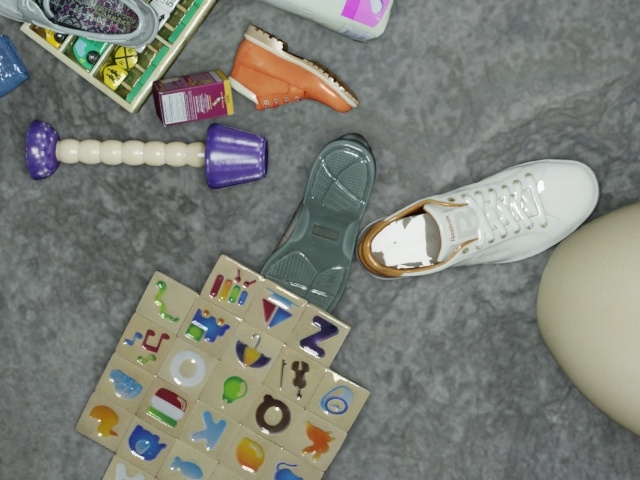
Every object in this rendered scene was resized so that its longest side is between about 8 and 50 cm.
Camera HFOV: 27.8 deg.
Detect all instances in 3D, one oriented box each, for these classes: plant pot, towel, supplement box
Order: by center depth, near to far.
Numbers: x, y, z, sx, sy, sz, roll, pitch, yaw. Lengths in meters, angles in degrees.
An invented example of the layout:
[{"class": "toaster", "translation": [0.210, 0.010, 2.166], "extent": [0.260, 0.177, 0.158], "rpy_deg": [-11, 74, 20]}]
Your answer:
[{"class": "plant pot", "translation": [0.348, 0.074, 1.405], "extent": [0.191, 0.284, 0.284], "rpy_deg": [13, 95, 38]}, {"class": "supplement box", "translation": [-0.147, -0.164, 1.492], "extent": [0.083, 0.055, 0.043], "rpy_deg": [-11, 115, -12]}, {"class": "towel", "translation": [-0.409, -0.190, 1.536], "extent": [0.119, 0.029, 0.067], "rpy_deg": [-31, 92, 5]}]

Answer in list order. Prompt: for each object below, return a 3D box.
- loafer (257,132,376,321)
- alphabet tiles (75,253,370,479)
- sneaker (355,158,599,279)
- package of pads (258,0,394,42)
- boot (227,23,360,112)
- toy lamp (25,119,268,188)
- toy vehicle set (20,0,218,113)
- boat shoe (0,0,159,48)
[{"class": "loafer", "translation": [0.000, 0.000, 1.495], "extent": [0.096, 0.084, 0.267], "rpy_deg": [24, 111, 0]}, {"class": "alphabet tiles", "translation": [-0.118, 0.200, 1.516], "extent": [0.285, 0.011, 0.342], "rpy_deg": [29, 106, 1]}, {"class": "sneaker", "translation": [0.182, -0.015, 1.462], "extent": [0.290, 0.123, 0.106], "rpy_deg": [-20, 90, 3]}, {"class": "package of pads", "translation": [0.005, -0.396, 1.438], "extent": [0.229, 0.101, 0.296], "rpy_deg": [19, 94, -13]}, {"class": "boot", "translation": [-0.033, -0.177, 1.502], "extent": [0.158, 0.059, 0.084], "rpy_deg": [31, 98, 10]}, {"class": "toy lamp", "translation": [-0.199, -0.099, 1.504], "extent": [0.275, 0.080, 0.080], "rpy_deg": [1, 93, 6]}, {"class": "toy vehicle set", "translation": [-0.206, -0.304, 1.512], "extent": [0.166, 0.035, 0.267], "rpy_deg": [36, 95, 1]}, {"class": "boat shoe", "translation": [-0.295, -0.275, 1.460], "extent": [0.228, 0.081, 0.079], "rpy_deg": [17, 94, 3]}]
